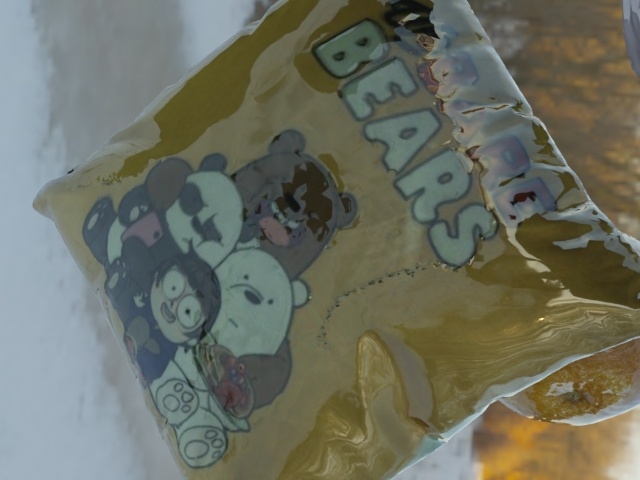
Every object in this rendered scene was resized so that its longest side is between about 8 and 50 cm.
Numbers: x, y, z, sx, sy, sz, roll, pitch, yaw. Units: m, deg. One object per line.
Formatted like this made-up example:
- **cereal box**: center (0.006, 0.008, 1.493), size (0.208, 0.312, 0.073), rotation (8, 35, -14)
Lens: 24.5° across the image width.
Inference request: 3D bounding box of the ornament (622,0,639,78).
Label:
- **ornament**: center (0.248, -0.102, 0.570), size (0.225, 0.259, 0.259), rotation (64, 1, 13)

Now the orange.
- **orange**: center (0.177, 0.055, 1.033), size (0.155, 0.154, 0.134), rotation (83, 5, -55)

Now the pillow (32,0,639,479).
- **pillow**: center (0.000, 0.000, 0.835), size (0.119, 0.312, 0.310), rotation (32, 26, -58)
